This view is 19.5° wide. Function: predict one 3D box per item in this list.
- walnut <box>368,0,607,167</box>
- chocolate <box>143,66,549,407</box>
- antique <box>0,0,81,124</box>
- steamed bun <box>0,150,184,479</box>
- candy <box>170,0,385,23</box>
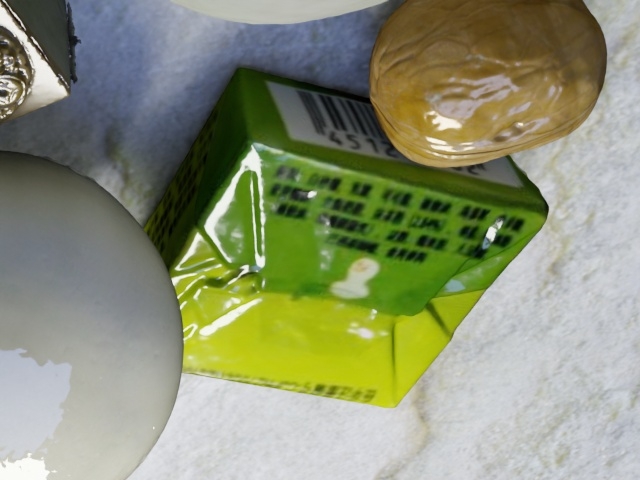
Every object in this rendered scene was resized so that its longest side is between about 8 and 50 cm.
[{"bbox_3d":[0.136,-0.144,1.537,0.197,0.165,0.165,-23,138,0],"label":"walnut"},{"bbox_3d":[0.000,0.000,1.677,0.301,0.137,0.288,13,132,-25],"label":"chocolate"},{"bbox_3d":[-0.281,-0.164,1.413,0.152,0.148,0.146,-21,136,13],"label":"antique"},{"bbox_3d":[-0.266,0.091,1.505,0.324,0.206,0.324,-3,111,-8],"label":"steamed bun"},{"bbox_3d":[0.024,-0.304,1.321,0.386,0.186,0.427,21,135,-36],"label":"candy"}]
